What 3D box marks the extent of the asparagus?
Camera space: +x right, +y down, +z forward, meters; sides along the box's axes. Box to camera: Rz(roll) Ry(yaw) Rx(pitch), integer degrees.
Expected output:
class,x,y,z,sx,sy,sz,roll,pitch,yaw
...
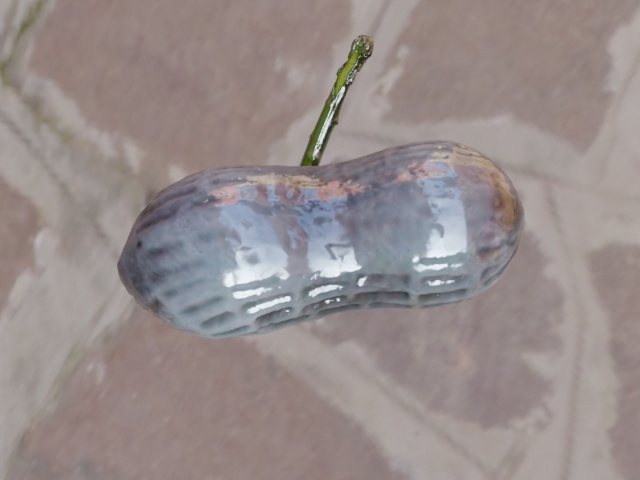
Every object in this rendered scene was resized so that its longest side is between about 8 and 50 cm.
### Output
class,x,y,z,sx,sy,sz,roll,pitch,yaw
asparagus,0.005,-0.075,1.272,0.018,0.127,0.015,5,26,-43

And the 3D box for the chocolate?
class,x,y,z,sx,sy,sz,roll,pitch,yaw
chocolate,0.000,0.000,0.801,0.167,0.072,0.072,-6,74,-1
